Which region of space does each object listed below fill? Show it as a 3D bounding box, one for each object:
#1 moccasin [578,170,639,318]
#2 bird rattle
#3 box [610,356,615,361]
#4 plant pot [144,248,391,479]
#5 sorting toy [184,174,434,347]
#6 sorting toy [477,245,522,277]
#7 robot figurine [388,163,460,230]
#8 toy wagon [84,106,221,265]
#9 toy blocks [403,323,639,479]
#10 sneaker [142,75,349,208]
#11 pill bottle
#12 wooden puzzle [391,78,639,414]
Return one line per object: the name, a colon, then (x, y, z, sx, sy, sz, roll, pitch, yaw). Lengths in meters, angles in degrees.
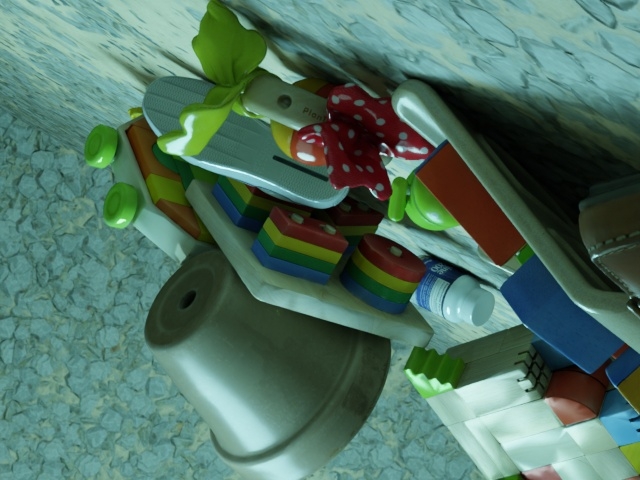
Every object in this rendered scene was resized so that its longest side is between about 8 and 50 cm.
moccasin: (0.280, 0.060, 1.084, 0.139, 0.147, 0.380, -10, 152, 28)
bird rattle: (-0.005, -0.118, 1.506, 0.253, 0.143, 0.207, 15, -179, 19)
box: (0.392, 0.207, 2.153, 0.101, 0.087, 0.102, 29, 173, 12)
plant pot: (-0.083, 0.134, 2.024, 0.229, 0.263, 0.263, 41, 169, -30)
sorting toy: (0.000, 0.000, 2.027, 0.255, 0.089, 0.257, 18, -160, -33)
sorting toy: (0.282, 0.063, 1.796, 0.193, 0.038, 0.208, 27, 177, 30)
robot figurine: (0.114, -0.044, 1.555, 0.101, 0.067, 0.115, 4, 177, -8)
toy wagon: (-0.175, -0.082, 2.180, 0.267, 0.068, 0.344, 17, -147, -35)
toy blocks: (0.318, 0.230, 2.021, 0.261, 0.191, 0.381, -22, 114, 37)
sneaker: (-0.088, -0.102, 1.924, 0.258, 0.094, 0.091, 29, 169, 3)
pill bottle: (0.169, 0.069, 2.204, 0.120, 0.067, 0.067, 26, 172, 38)
wooden puzzle: (0.213, 0.043, 1.337, 0.322, 0.080, 0.348, 36, -170, -40)
